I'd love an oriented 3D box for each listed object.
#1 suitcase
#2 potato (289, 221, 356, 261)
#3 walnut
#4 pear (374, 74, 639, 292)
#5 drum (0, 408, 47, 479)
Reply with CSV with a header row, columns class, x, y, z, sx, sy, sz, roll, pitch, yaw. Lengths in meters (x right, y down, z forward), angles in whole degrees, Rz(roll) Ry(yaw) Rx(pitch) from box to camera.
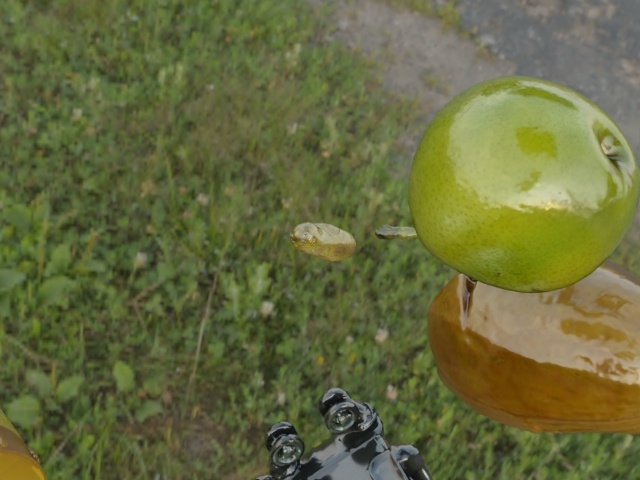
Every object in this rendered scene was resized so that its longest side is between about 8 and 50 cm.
class,x,y,z,sx,sy,sz,roll,pitch,yaw
suitcase,0.093,0.373,1.079,0.194,0.434,0.283,-34,37,0
potato,0.000,0.000,1.378,0.092,0.045,0.046,12,13,-33
walnut,0.273,0.111,1.210,0.336,0.209,0.209,14,40,34
pear,0.142,-0.031,0.903,0.180,0.216,0.166,26,43,-41
drum,-0.532,0.301,1.251,0.431,0.431,0.214,-27,58,-33
